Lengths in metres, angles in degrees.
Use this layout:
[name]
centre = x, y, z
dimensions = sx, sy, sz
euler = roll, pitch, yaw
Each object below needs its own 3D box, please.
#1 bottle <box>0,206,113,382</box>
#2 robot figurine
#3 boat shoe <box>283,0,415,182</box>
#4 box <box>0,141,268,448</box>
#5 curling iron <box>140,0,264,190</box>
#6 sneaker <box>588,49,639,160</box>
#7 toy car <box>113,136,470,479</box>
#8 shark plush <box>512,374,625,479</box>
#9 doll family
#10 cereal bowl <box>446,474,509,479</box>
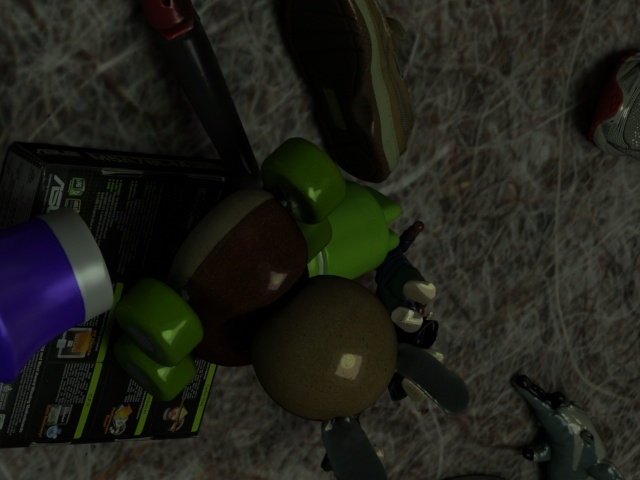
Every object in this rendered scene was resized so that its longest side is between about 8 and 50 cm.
[bottle]
centre = -0.253, 0.065, 1.002
dimensions = 0.283, 0.092, 0.118
euler = -24, 124, -22
[robot figurine]
centre = 0.000, 0.000, 1.245
dimensions = 0.115, 0.067, 0.101
euler = -24, 132, -32
[boat shoe]
centre = 0.026, -0.127, 1.209
dimensions = 0.072, 0.068, 0.190
euler = -50, 148, -28
[box]
centre = -0.133, 0.037, 1.160
dimensions = 0.184, 0.045, 0.191
euler = 0, 111, -46
[curling iron]
centre = -0.080, -0.140, 1.085
dimensions = 0.035, 0.068, 0.274
euler = -66, 147, -52
[sneaker]
centre = 0.299, -0.089, 1.455
dimensions = 0.225, 0.092, 0.088
euler = 11, 105, -45
[toy car]
centre = -0.006, 0.064, 1.099
dimensions = 0.155, 0.188, 0.149
euler = -45, 170, -19
[shark plush]
centre = 0.203, 0.176, 1.543
dimensions = 0.067, 0.073, 0.161
euler = -30, 138, 4
[doll family]
centre = 0.037, 0.078, 1.299
dimensions = 0.076, 0.111, 0.193
euler = 33, 102, -14
[cereal bowl]
centre = 0.122, 0.375, 1.519
dimensions = 0.339, 0.141, 0.339
euler = -23, 127, -34
